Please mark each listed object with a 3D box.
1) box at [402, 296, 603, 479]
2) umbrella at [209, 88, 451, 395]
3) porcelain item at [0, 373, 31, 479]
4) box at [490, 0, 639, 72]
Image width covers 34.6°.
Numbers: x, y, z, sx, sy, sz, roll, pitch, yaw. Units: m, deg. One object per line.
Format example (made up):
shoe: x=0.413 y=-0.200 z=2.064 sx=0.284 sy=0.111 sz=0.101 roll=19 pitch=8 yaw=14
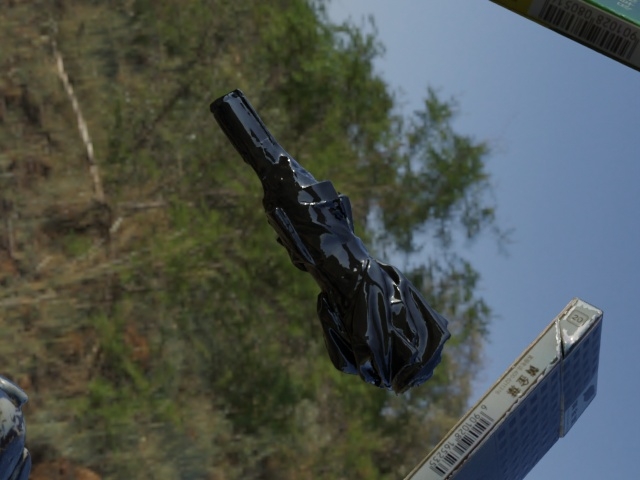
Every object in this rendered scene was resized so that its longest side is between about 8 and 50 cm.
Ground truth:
box: x=0.220 y=0.229 z=1.207 sx=0.047 sy=0.325 sz=0.180 roll=33 pitch=-29 yaw=34
umbrella: x=0.000 y=0.000 z=1.001 sx=0.340 sy=0.118 sz=0.118 roll=55 pitch=-2 yaw=-1
porcelain item: x=-0.387 y=0.239 z=0.921 sx=0.138 sy=0.186 sz=0.288 roll=79 pitch=29 yaw=-70
box: x=0.157 y=-0.190 z=0.739 sx=0.132 sy=0.235 sz=0.034 roll=-46 pitch=161 yaw=-57
